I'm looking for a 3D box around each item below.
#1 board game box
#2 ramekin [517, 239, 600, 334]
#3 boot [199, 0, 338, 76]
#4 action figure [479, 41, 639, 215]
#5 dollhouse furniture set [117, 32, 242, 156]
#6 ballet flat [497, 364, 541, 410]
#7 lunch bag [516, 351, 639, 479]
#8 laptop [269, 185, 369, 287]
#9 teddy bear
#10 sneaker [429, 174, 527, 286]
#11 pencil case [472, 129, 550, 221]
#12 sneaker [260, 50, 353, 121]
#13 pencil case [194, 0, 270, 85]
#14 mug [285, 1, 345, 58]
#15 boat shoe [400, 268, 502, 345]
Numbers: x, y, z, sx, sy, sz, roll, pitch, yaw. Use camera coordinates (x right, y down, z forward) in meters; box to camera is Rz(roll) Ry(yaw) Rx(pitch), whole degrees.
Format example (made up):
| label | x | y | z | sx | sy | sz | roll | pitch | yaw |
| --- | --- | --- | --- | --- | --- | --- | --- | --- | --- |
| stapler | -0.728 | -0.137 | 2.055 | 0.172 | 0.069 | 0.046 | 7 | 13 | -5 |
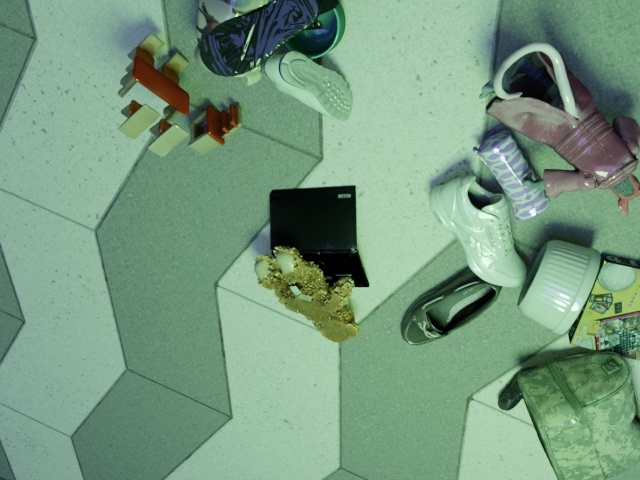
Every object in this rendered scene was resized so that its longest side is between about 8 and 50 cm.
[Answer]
| label | x | y | z | sx | sy | sz | roll | pitch | yaw |
| --- | --- | --- | --- | --- | --- | --- | --- | --- | --- |
| board game box | 0.710 | 0.160 | 1.322 | 0.164 | 0.042 | 0.244 | 13 | 120 | 10 |
| ramekin | 0.528 | 0.096 | 1.256 | 0.109 | 0.207 | 0.207 | 25 | 122 | 14 |
| boot | -0.088 | -0.402 | 1.056 | 0.246 | 0.207 | 0.094 | -24 | 108 | 21 |
| action figure | 0.497 | -0.210 | 1.049 | 0.248 | 0.276 | 0.370 | -42 | 81 | 3 |
| dollhouse furniture set | -0.320 | -0.321 | 1.281 | 0.135 | 0.262 | 0.259 | -31 | 139 | 26 |
| ballet flat | 0.539 | 0.393 | 1.507 | 0.057 | 0.049 | 0.173 | 47 | 119 | 22 |
| lunch bag | 0.661 | 0.436 | 1.381 | 0.255 | 0.213 | 0.305 | -22 | 117 | 11 |
| laptop | 0.000 | 0.000 | 1.474 | 0.234 | 0.137 | 0.264 | -1 | 142 | 18 |
| teddy bear | -0.026 | 0.129 | 1.466 | 0.337 | 0.113 | 0.245 | 32 | 135 | -12 |
| sneaker | 0.381 | -0.016 | 1.264 | 0.305 | 0.114 | 0.152 | 47 | 143 | -9 |
| pencil case | 0.420 | -0.141 | 1.226 | 0.088 | 0.086 | 0.206 | -31 | 105 | 23 |
| sneaker | -0.022 | -0.336 | 1.230 | 0.094 | 0.090 | 0.235 | 5 | 162 | 46 |
| pencil case | -0.159 | -0.542 | 1.143 | 0.183 | 0.159 | 0.411 | 36 | 127 | 35 |
| mug | 0.000 | -0.464 | 1.178 | 0.157 | 0.097 | 0.130 | -20 | 109 | 24 |
| boat shoe | 0.321 | 0.178 | 1.420 | 0.112 | 0.095 | 0.335 | 42 | 121 | -7 |
